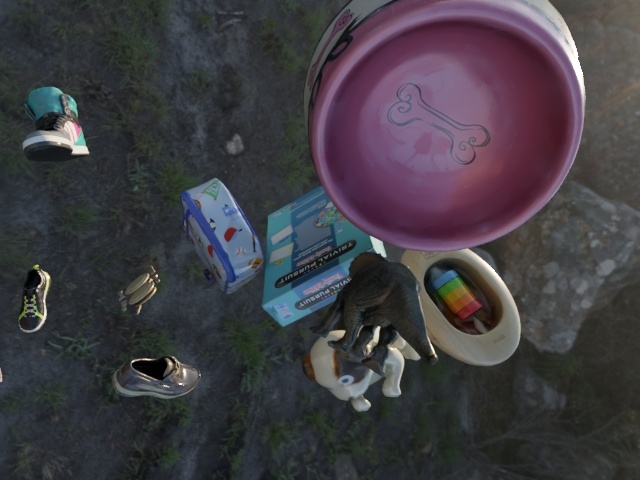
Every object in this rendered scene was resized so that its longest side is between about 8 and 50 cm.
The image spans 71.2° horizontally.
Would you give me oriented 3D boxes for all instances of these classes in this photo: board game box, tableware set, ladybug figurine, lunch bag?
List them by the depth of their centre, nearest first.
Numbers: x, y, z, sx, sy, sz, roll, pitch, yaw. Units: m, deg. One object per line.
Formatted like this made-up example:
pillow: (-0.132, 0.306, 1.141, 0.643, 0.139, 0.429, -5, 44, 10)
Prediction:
board game box: (0.000, 0.000, 0.996, 0.079, 0.253, 0.336, 51, 19, -31)
lunch bag: (-0.240, -0.005, 1.040, 0.115, 0.303, 0.243, -32, 87, -22)
tableware set: (-0.522, 0.149, 1.307, 0.128, 0.194, 0.039, -43, 116, -15)
ladybug figurine: (0.411, 0.187, 1.392, 0.305, 0.449, 0.162, -24, 154, -13)

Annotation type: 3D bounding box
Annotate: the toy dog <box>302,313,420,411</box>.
toy dog: (0.126, 0.353, 1.460, 0.408, 0.284, 0.395, -22, 92, -61)

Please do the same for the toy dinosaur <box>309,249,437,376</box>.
toy dinosaur: (0.075, 0.085, 0.617, 0.121, 0.313, 0.160, 26, 85, -4)

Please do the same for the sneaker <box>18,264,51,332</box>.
sneaker: (-1.001, 0.199, 1.539, 0.097, 0.084, 0.235, 103, -19, -63)

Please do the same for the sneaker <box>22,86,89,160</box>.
sneaker: (-0.687, -0.301, 1.136, 0.123, 0.295, 0.178, -18, 101, -11)

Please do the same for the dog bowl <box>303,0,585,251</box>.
dog bowl: (0.164, -0.158, 0.634, 0.150, 0.408, 0.408, -77, 145, -55)

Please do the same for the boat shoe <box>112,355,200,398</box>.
boat shoe: (-0.591, 0.512, 1.686, 0.355, 0.130, 0.132, 16, 36, -52)
